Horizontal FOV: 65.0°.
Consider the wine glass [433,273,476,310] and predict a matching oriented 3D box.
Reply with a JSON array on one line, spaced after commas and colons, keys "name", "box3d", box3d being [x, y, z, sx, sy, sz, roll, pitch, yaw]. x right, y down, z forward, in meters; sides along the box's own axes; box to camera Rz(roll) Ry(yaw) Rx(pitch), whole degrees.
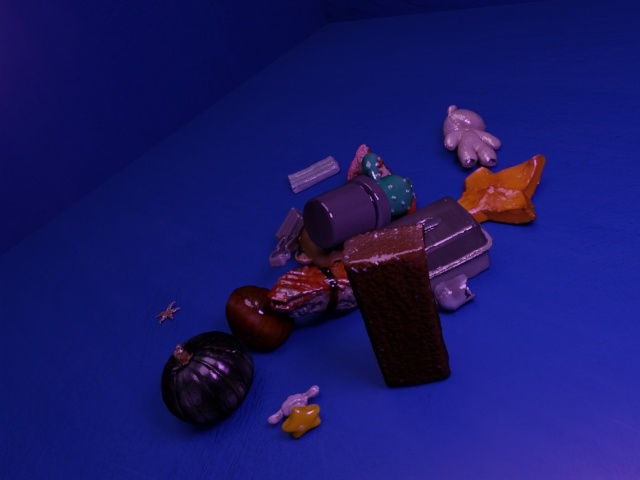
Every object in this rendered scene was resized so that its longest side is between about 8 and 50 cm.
[{"name": "wine glass", "box3d": [0.292, 0.155, 1.274, 0.195, 0.079, 0.079, -26, 36, 1]}]

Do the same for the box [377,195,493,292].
[{"name": "box", "box3d": [0.299, 0.023, 1.362, 0.290, 0.166, 0.221, -27, 36, -1]}]

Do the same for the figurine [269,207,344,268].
[{"name": "figurine", "box3d": [-0.001, -0.001, 1.567, 0.342, 0.167, 0.285, -36, 34, -6]}]

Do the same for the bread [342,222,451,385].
[{"name": "bread", "box3d": [0.171, 0.154, 1.065, 0.165, 0.417, 0.113, -8, 39, 14]}]

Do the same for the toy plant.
[{"name": "toy plant", "box3d": [0.142, -0.113, 1.466, 0.400, 0.185, 0.280, -21, 71, -33]}]

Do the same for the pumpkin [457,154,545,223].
[{"name": "pumpkin", "box3d": [0.511, -0.140, 1.506, 0.290, 0.095, 0.258, -2, 45, 33]}]

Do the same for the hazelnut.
[{"name": "hazelnut", "box3d": [-0.173, 0.217, 1.404, 0.203, 0.178, 0.178, 24, 51, 9]}]

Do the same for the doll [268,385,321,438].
[{"name": "doll", "box3d": [-0.063, 0.404, 1.185, 0.135, 0.072, 0.113, -22, 28, 12]}]

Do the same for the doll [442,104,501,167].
[{"name": "doll", "box3d": [0.515, -0.340, 1.758, 0.149, 0.175, 0.278, -48, 31, 37]}]

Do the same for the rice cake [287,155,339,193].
[{"name": "rice cake", "box3d": [-0.026, -0.270, 2.032, 0.211, 0.038, 0.124, -23, 36, 1]}]

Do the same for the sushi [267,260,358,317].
[{"name": "sushi", "box3d": [0.013, 0.132, 1.361, 0.331, 0.130, 0.124, -10, 47, -17]}]

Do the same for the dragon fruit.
[{"name": "dragon fruit", "box3d": [0.175, -0.167, 1.702, 0.211, 0.134, 0.262, -37, 72, 4]}]

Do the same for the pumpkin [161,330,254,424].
[{"name": "pumpkin", "box3d": [-0.297, 0.338, 1.279, 0.249, 0.216, 0.250, -31, 26, 18]}]

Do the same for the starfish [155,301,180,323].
[{"name": "starfish", "box3d": [-0.516, 0.243, 1.690, 0.086, 0.016, 0.092, -3, 46, 25]}]
